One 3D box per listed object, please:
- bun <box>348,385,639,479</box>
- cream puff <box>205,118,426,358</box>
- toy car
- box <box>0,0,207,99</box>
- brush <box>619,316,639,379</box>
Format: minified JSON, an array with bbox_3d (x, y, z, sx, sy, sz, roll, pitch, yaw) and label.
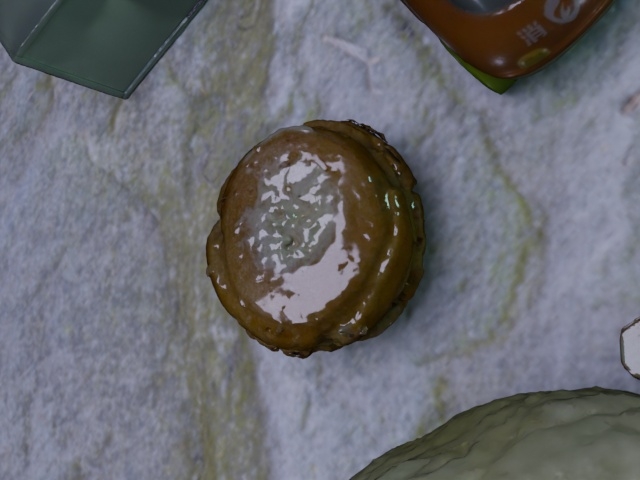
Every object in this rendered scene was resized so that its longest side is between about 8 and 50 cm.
[{"bbox_3d":[0.095,0.229,0.507,0.352,0.227,0.349,-42,42,4],"label":"bun"},{"bbox_3d":[0.000,0.000,0.705,0.150,0.115,0.165,34,92,23],"label":"cream puff"},{"bbox_3d":[0.073,-0.213,0.631,0.145,0.235,0.235,-46,63,18],"label":"toy car"},{"bbox_3d":[-0.149,-0.233,0.821,0.225,0.129,0.086,-47,63,17],"label":"box"},{"bbox_3d":[0.315,-0.006,0.570,0.336,0.020,0.085,-31,69,25],"label":"brush"}]
